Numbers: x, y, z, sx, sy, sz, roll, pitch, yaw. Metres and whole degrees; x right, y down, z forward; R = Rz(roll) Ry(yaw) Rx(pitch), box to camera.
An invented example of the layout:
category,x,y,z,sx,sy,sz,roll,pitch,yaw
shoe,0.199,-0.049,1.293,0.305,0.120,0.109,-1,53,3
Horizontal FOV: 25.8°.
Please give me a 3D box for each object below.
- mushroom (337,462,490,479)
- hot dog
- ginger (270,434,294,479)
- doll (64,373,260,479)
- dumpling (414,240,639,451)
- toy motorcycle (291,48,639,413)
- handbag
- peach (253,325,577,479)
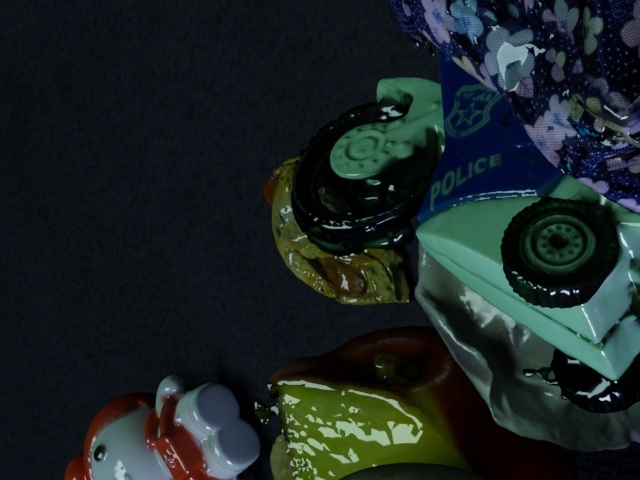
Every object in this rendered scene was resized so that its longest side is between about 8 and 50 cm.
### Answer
category,x,y,z,sx,sy,sz,roll,pitch,yaw
mushroom,0.052,0.228,0.712,0.226,0.178,0.226,19,119,39
hot dog,-0.001,0.000,1.028,0.169,0.061,0.078,48,144,38
ginger,0.019,0.303,1.153,0.118,0.065,0.298,-176,73,-74
doll,-0.163,0.226,1.362,0.290,0.130,0.161,-37,85,45
dumpling,0.118,0.034,0.772,0.188,0.127,0.108,67,164,4
toy motorcycle,0.137,-0.032,0.659,0.331,0.196,0.125,23,155,43
handbag,0.138,-0.145,0.566,0.208,0.229,0.127,49,180,33
peach,0.085,0.184,0.877,0.154,0.159,0.267,-5,101,37
